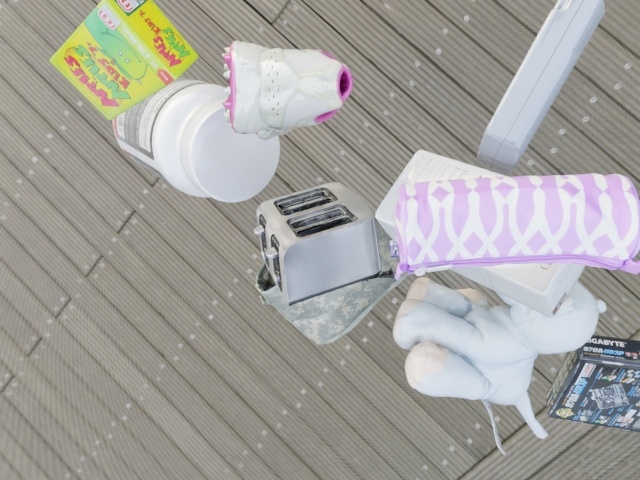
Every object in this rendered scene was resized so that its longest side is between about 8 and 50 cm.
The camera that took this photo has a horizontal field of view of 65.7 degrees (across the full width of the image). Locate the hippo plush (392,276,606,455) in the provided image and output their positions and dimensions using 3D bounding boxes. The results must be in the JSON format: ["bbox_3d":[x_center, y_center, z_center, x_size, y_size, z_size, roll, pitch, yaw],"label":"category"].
[{"bbox_3d":[0.264,0.129,0.723,0.236,0.234,0.294,-53,50,38],"label":"hippo plush"}]

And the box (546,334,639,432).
[{"bbox_3d":[0.503,0.249,0.845,0.175,0.051,0.220,5,137,13],"label":"box"}]

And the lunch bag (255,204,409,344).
[{"bbox_3d":[0.017,0.069,1.086,0.287,0.235,0.169,-43,39,-4],"label":"lunch bag"}]

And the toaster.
[{"bbox_3d":[0.000,0.000,0.773,0.185,0.168,0.110,-17,122,-12],"label":"toaster"}]

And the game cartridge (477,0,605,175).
[{"bbox_3d":[0.279,-0.182,0.660,0.062,0.297,0.198,26,104,16],"label":"game cartridge"}]

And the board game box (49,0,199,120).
[{"bbox_3d":[-0.221,-0.199,0.544,0.181,0.043,0.092,-4,136,47],"label":"board game box"}]

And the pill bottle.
[{"bbox_3d":[-0.247,-0.203,0.964,0.363,0.210,0.210,29,106,46],"label":"pill bottle"}]

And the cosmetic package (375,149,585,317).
[{"bbox_3d":[0.193,-0.017,0.598,0.231,0.085,0.117,27,79,40],"label":"cosmetic package"}]

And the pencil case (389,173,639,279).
[{"bbox_3d":[0.162,-0.012,0.436,0.206,0.086,0.088,-4,58,9],"label":"pencil case"}]

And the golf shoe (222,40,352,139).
[{"bbox_3d":[-0.029,-0.184,0.633,0.140,0.306,0.115,0,107,4],"label":"golf shoe"}]
